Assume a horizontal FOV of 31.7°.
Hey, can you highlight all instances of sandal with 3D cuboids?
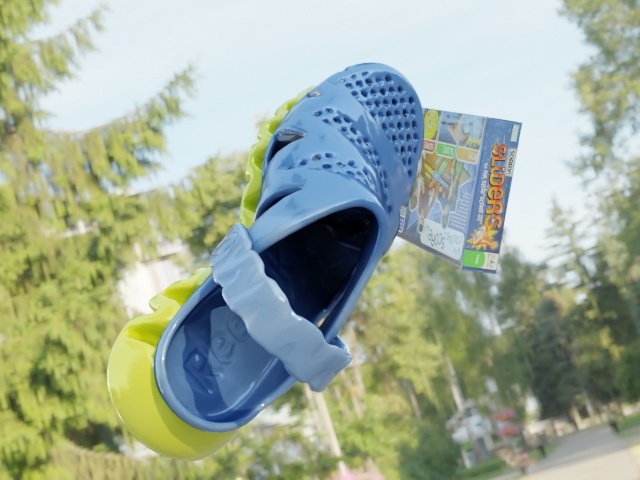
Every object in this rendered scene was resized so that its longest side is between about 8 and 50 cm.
[{"bbox_3d":[0.000,0.000,0.719,0.138,0.126,0.317,-23,32,50],"label":"sandal"}]

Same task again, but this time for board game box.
[{"bbox_3d":[0.123,-0.054,1.065,0.035,0.136,0.201,7,8,-16],"label":"board game box"}]
